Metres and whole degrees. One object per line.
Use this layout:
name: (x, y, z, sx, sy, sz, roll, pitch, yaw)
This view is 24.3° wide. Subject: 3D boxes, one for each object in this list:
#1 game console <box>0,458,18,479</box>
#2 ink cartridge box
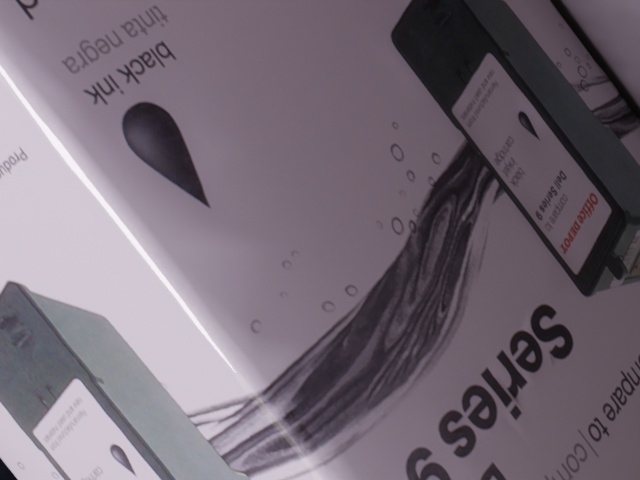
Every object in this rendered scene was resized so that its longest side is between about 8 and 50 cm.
game console: (-0.103, 0.231, 0.741, 0.293, 0.250, 0.173, 34, 161, 16)
ink cartridge box: (0.000, 0.000, 0.461, 0.289, 0.211, 0.121, 52, 135, -5)
